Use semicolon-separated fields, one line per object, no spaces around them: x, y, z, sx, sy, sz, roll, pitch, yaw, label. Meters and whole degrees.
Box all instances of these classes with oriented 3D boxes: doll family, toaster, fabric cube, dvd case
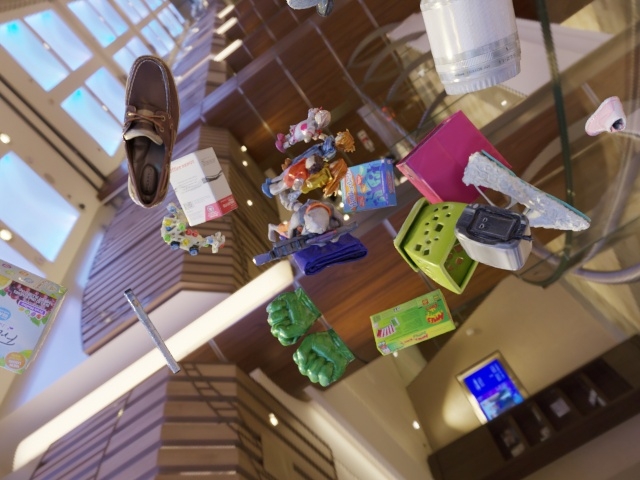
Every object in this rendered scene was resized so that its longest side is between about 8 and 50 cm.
-0.009;-0.170;1.110;0.118;0.163;0.263;47;-147;-33;doll family
0.494;-0.007;1.461;0.227;0.129;0.146;16;156;38;toaster
0.455;-0.262;1.843;0.258;0.259;0.254;47;-176;-4;fabric cube
-0.462;0.245;1.431;0.253;0.022;0.180;59;159;-4;dvd case

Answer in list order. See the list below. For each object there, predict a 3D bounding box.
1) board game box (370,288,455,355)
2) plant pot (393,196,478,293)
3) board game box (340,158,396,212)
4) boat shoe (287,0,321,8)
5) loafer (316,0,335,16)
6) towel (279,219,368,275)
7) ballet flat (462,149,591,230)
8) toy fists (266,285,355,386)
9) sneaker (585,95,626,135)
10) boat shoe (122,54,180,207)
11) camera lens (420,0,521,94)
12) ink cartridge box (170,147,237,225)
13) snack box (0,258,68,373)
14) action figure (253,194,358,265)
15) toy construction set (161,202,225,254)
0.215;0.193;1.239;0.043;0.181;0.092;51;-159;-44;board game box
0.378;0.005;1.675;0.207;0.227;0.228;22;166;39;plant pot
0.162;-0.186;1.824;0.047;0.210;0.160;-4;-93;-44;board game box
-0.004;-0.772;1.564;0.076;0.226;0.083;64;180;30;boat shoe
0.004;-0.813;1.654;0.076;0.078;0.223;41;151;25;loafer
0.000;0.000;1.781;0.308;0.228;0.076;-132;29;-60;towel
0.620;-0.125;1.629;0.409;0.147;0.147;35;-174;9;ballet flat
-0.038;0.261;1.419;0.279;0.142;0.096;51;176;15;toy fists
0.683;-0.276;1.255;0.134;0.051;0.070;83;176;-66;sneaker
-0.379;-0.239;1.163;0.123;0.123;0.342;-146;62;-73;boat shoe
0.394;-0.547;1.371;0.219;0.219;0.274;-101;-9;-69;camera lens
-0.492;-0.221;2.159;0.114;0.197;0.273;-39;-70;-54;ink cartridge box
-0.620;0.130;0.991;0.207;0.174;0.070;28;-171;-12;snack box
-0.078;-0.053;1.634;0.330;0.341;0.178;6;115;67;action figure
-0.631;-0.034;2.549;0.328;0.215;0.151;28;-152;-24;toy construction set
